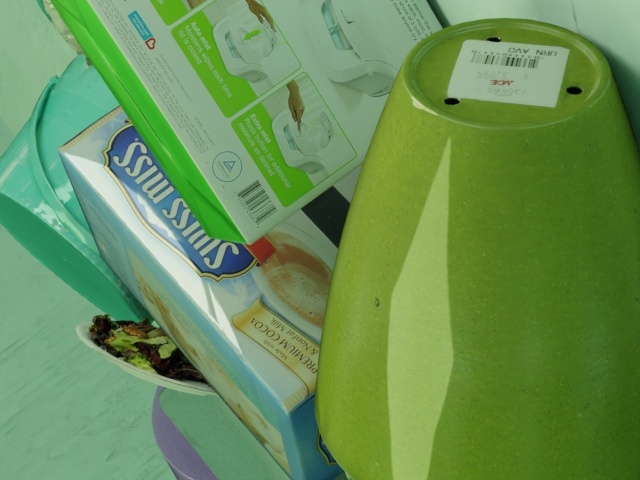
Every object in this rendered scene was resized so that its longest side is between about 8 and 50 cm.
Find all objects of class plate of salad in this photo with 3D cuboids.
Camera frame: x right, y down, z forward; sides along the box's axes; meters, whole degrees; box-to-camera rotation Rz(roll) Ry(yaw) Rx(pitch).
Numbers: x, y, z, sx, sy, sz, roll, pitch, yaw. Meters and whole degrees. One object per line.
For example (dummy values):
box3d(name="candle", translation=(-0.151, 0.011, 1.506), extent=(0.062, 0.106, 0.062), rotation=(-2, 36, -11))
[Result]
box3d(name="plate of salad", translation=(-0.149, 0.109, 1.684), extent=(0.200, 0.048, 0.200), rotation=(19, -171, -3))

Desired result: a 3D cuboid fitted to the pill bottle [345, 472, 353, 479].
box3d(name="pill bottle", translation=(0.201, 0.305, 1.634), extent=(0.361, 0.204, 0.204), rotation=(53, 167, 23))

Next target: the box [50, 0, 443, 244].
box3d(name="box", translation=(-0.051, -0.168, 1.295), extent=(0.262, 0.231, 0.127), rotation=(56, 165, -13))

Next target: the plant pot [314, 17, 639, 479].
box3d(name="plant pot", translation=(0.124, 0.004, 1.166), extent=(0.275, 0.275, 0.293), rotation=(40, 145, 42))

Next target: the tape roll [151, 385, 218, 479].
box3d(name="tape roll", translation=(-0.098, 0.251, 2.380), extent=(0.275, 0.275, 0.090), rotation=(43, 164, 35))

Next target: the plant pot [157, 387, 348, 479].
box3d(name="plant pot", translation=(-0.003, 0.171, 1.982), extent=(0.247, 0.248, 0.252), rotation=(50, 148, 11))

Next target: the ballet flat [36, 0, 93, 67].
box3d(name="ballet flat", translation=(-0.210, -0.249, 1.871), extent=(0.147, 0.147, 0.409), rotation=(46, 170, 25))

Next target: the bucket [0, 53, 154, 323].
box3d(name="bucket", translation=(-0.224, -0.045, 1.818), extent=(0.281, 0.183, 0.281), rotation=(36, 164, 12))

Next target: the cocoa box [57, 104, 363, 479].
box3d(name="cocoa box", translation=(-0.041, 0.017, 1.543), extent=(0.347, 0.228, 0.231), rotation=(47, 165, 23))
